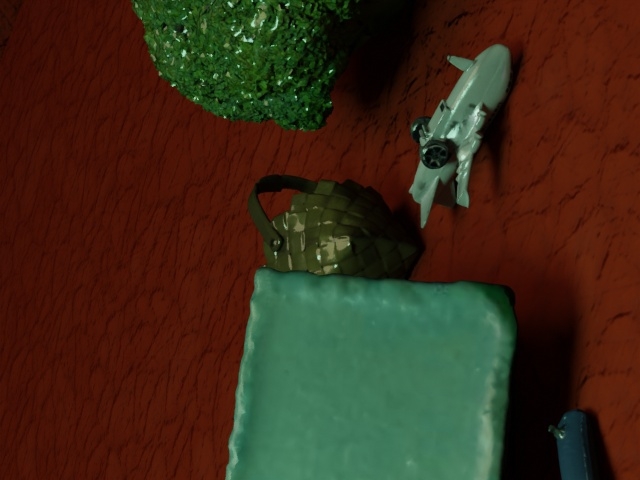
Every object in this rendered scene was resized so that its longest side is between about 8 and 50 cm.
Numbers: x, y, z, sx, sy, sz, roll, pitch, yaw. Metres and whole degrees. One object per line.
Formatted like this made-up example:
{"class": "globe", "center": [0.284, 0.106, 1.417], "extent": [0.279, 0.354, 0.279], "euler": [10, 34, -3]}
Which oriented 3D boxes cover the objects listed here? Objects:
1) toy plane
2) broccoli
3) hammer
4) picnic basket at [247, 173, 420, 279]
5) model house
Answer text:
{"class": "toy plane", "center": [0.121, -0.099, 1.645], "extent": [0.162, 0.065, 0.171], "euler": [-103, 29, -63]}
{"class": "broccoli", "center": [-0.053, -0.285, 1.803], "extent": [0.321, 0.310, 0.413], "euler": [-52, 22, -14]}
{"class": "hammer", "center": [0.190, 0.199, 1.355], "extent": [0.116, 0.069, 0.194], "euler": [-46, 28, 33]}
{"class": "picnic basket", "center": [0.000, 0.000, 1.764], "extent": [0.178, 0.128, 0.138], "euler": [51, 123, 39]}
{"class": "model house", "center": [0.057, 0.183, 1.527], "extent": [0.249, 0.230, 0.281], "euler": [50, -133, -68]}
